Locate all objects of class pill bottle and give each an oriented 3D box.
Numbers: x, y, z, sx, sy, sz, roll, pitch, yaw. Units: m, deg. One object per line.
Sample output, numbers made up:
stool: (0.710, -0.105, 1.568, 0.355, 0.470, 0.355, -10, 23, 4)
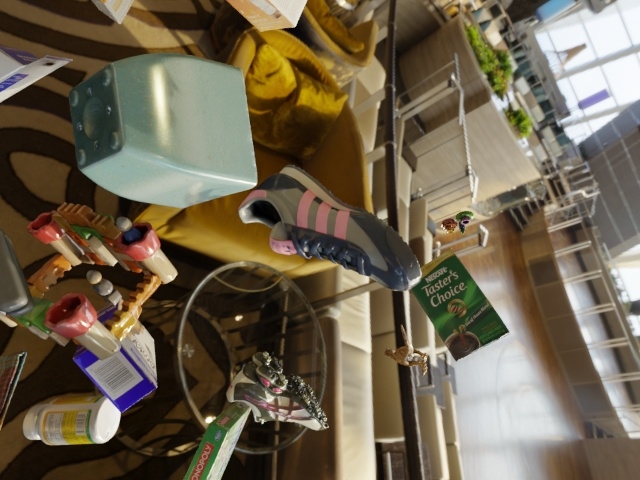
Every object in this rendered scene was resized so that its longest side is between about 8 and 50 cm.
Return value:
pill bottle: (-0.660, 0.478, 1.078, 0.117, 0.208, 0.118, -4, 90, -86)

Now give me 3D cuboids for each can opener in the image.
can opener: (-0.630, 0.017, 0.749, 0.095, 0.076, 0.284, -23, 76, -26)

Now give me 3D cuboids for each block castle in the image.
block castle: (-0.606, 0.070, 0.967, 0.303, 0.452, 0.213, -61, 145, -37)

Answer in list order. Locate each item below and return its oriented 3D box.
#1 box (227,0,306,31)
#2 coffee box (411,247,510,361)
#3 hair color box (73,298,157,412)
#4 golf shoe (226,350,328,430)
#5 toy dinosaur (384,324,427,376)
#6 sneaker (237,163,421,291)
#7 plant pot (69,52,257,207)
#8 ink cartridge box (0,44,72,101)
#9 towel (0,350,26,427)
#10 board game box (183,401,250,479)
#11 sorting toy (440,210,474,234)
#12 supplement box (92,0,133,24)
box: (-0.128, -0.519, 0.814, 0.170, 0.130, 0.091, 25, 88, -45)
coffee box: (0.252, 0.120, 0.763, 0.040, 0.113, 0.184, 31, 29, -61)
hair color box: (-0.546, 0.294, 1.108, 0.110, 0.338, 0.185, -35, 110, -17)
golf shoe: (-0.091, 0.366, 0.929, 0.273, 0.120, 0.105, 48, 1, -26)
toy dinosaur: (0.208, 0.278, 0.988, 0.112, 0.212, 0.064, 22, 63, 2)
sneaker: (0.000, 0.000, 0.625, 0.131, 0.319, 0.112, -37, 140, -24)
plant pot: (-0.307, -0.207, 0.767, 0.252, 0.247, 0.247, -3, 85, -58)
ink cartridge box: (-0.659, -0.293, 0.777, 0.065, 0.332, 0.165, 60, -4, -25)
towel: (-0.994, 0.469, 1.124, 0.040, 0.369, 0.272, 49, 29, -50)
board game box: (-0.247, 0.507, 0.949, 0.046, 0.317, 0.214, 23, 77, 5)
sorting toy: (0.409, -0.046, 1.201, 0.061, 0.101, 0.042, 29, 50, -35)
supplement box: (-0.292, -0.354, 0.567, 0.036, 0.062, 0.098, 31, 2, -18)
